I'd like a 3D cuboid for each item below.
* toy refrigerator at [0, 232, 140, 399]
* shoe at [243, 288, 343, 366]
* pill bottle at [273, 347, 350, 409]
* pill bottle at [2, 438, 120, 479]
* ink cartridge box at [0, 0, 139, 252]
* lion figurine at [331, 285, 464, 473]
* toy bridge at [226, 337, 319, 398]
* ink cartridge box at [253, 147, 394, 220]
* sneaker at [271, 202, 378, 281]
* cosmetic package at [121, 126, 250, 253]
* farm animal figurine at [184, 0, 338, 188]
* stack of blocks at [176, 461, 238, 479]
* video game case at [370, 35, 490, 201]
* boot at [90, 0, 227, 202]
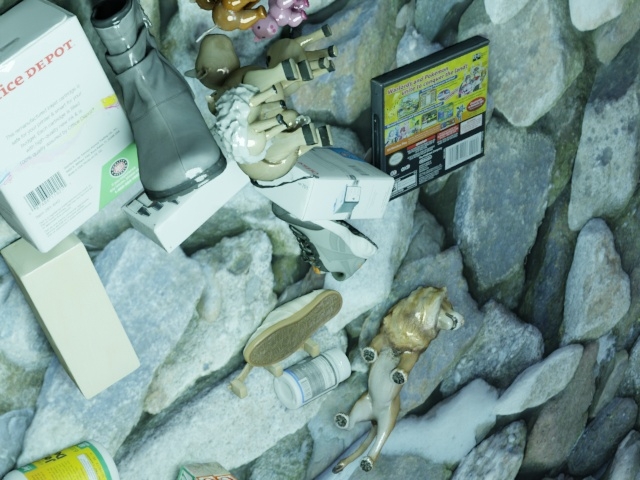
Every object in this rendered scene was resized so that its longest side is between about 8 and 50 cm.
[{"bbox_3d":[-0.374,0.104,1.767,0.102,0.094,0.270,-33,133,-17],"label":"toy refrigerator"},{"bbox_3d":[-0.057,0.155,2.137,0.219,0.058,0.077,-33,126,-25],"label":"shoe"},{"bbox_3d":[-0.014,0.259,2.226,0.137,0.078,0.078,-24,129,-34],"label":"pill bottle"},{"bbox_3d":[-0.434,0.406,1.869,0.208,0.117,0.118,-19,126,-35],"label":"pill bottle"},{"bbox_3d":[-0.379,-0.156,1.579,0.201,0.117,0.278,-41,137,-19],"label":"ink cartridge box"},{"bbox_3d":[0.138,0.275,2.357,0.392,0.142,0.240,-63,170,27],"label":"lion figurine"},{"bbox_3d":[-0.093,0.225,2.137,0.188,0.063,0.026,-27,130,-29],"label":"toy bridge"},{"bbox_3d":[0.006,-0.097,1.980,0.190,0.139,0.082,-5,119,-42],"label":"ink cartridge box"},{"bbox_3d":[0.000,0.000,2.069,0.108,0.100,0.271,-53,139,3],"label":"sneaker"},{"bbox_3d":[-0.186,-0.094,1.824,0.239,0.099,0.060,-44,138,-17],"label":"cosmetic package"},{"bbox_3d":[-0.094,-0.226,1.709,0.172,0.327,0.330,-18,162,20],"label":"farm animal figurine"},{"bbox_3d":[-0.235,0.552,2.115,0.087,0.171,0.297,4,110,-46],"label":"stack of blocks"},{"bbox_3d":[0.205,-0.224,2.181,0.274,0.035,0.248,-26,130,-31],"label":"video game case"},{"bbox_3d":[-0.231,-0.199,1.533,0.118,0.338,0.223,-26,119,-5],"label":"boot"}]
